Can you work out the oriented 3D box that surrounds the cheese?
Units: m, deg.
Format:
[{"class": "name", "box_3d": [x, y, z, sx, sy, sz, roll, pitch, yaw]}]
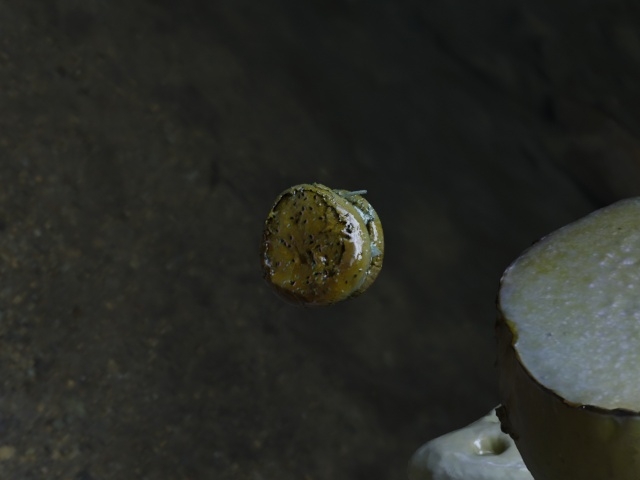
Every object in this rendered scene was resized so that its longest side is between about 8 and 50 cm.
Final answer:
[{"class": "cheese", "box_3d": [0.341, 0.336, 2.070, 0.351, 0.130, 0.328, 4, 33, 15]}]

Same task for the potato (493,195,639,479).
[{"class": "potato", "box_3d": [0.407, 0.179, 1.441, 0.442, 0.385, 0.319, -30, 123, -33]}]

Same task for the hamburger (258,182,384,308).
[{"class": "hamburger", "box_3d": [0.000, 0.000, 1.695, 0.177, 0.185, 0.113, 47, 19, 27]}]
